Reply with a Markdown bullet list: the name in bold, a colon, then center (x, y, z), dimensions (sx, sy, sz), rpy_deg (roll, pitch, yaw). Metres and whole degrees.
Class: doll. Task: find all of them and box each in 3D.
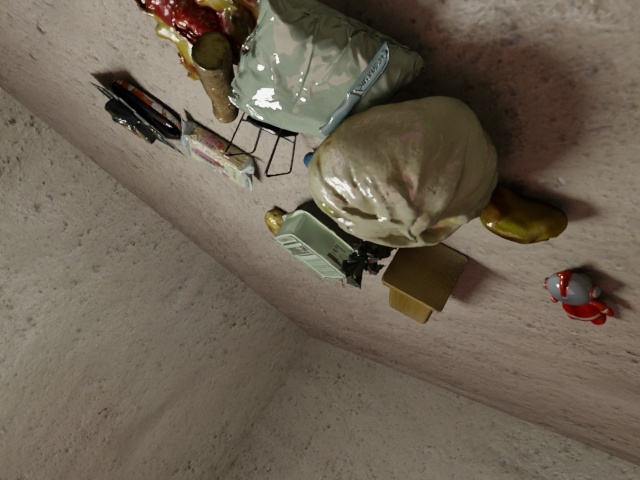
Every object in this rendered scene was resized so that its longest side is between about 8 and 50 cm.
- **doll**: center (0.606, 0.132, 1.077), dimensions (0.142, 0.076, 0.245), rpy_deg (8, 153, 48)

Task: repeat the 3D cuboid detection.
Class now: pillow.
- **pillow**: center (0.002, -0.295, 0.815), dimensions (0.309, 0.138, 0.283), rpy_deg (17, 155, -12)

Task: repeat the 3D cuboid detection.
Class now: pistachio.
- **pistachio**: center (0.397, -0.047, 0.927), dimensions (0.189, 0.100, 0.110), rpy_deg (23, -178, 18)

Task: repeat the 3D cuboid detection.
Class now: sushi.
- **sushi**: center (-0.689, -0.419, 1.640), dimensions (0.339, 0.069, 0.320), rpy_deg (31, 170, 43)

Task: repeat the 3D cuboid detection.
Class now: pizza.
- **pizza**: center (-0.260, -0.449, 0.954), dimensions (0.440, 0.130, 0.406), rpy_deg (31, 158, 4)

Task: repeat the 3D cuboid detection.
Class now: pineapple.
- **pineapple**: center (0.150, 0.019, 1.253), dimensions (0.128, 0.248, 0.128), rpy_deg (32, 160, 13)

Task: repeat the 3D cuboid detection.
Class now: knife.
- **knife**: center (0.056, -0.241, 0.750), dimensions (0.028, 0.015, 0.210), rpy_deg (26, 141, -18)

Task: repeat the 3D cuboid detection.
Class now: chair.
- **chair**: center (-0.127, -0.295, 1.161), dimensions (0.140, 0.221, 0.145), rpy_deg (27, -157, 14)

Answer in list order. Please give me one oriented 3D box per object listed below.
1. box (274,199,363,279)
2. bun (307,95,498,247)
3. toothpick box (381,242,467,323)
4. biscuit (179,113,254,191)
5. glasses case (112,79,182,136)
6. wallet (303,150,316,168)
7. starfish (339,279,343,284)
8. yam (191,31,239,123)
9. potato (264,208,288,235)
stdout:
- **box**: center (0.000, 0.000, 1.561), dimensions (0.290, 0.166, 0.220), rpy_deg (40, 160, -18)
- **bun**: center (0.158, -0.098, 0.863), dimensions (0.365, 0.219, 0.365), rpy_deg (-2, 164, -1)
- **toothpick box**: center (0.307, 0.135, 1.402), dimensions (0.190, 0.187, 0.308), rpy_deg (27, 163, 15)
- **biscuit**: center (-0.351, -0.291, 1.549), dimensions (0.309, 0.079, 0.186), rpy_deg (31, 159, 0)
- **glasses case**: center (-0.593, -0.451, 1.553), dimensions (0.266, 0.067, 0.103), rpy_deg (35, 167, -7)
- **wallet**: center (0.056, -0.191, 1.180), dimensions (0.141, 0.059, 0.202), rpy_deg (40, 159, -25)
- **starfish**: center (0.010, 0.068, 1.840), dimensions (0.293, 0.084, 0.301), rpy_deg (30, 157, 12)
- **yam**: center (-0.214, -0.330, 0.966), dimensions (0.081, 0.081, 0.356), rpy_deg (35, 175, -6)
- **potato**: center (-0.170, -0.067, 1.805), dimensions (0.107, 0.080, 0.170), rpy_deg (17, 157, 7)
